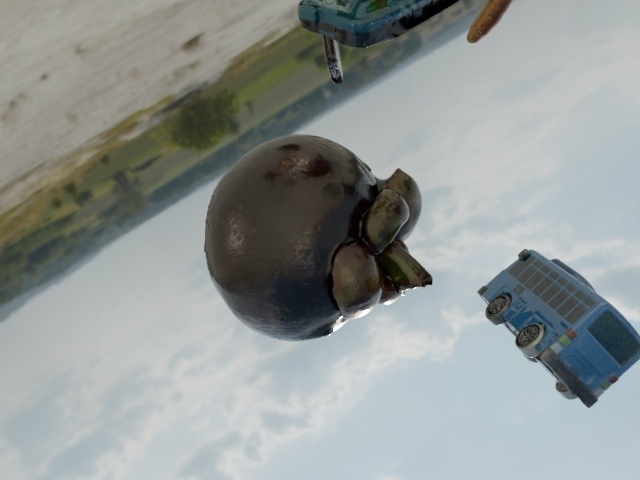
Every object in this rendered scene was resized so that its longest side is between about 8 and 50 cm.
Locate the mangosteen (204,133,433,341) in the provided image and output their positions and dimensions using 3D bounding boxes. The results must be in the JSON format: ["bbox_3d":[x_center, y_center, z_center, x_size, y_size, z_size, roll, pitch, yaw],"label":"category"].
[{"bbox_3d":[0.000,0.000,1.172,0.347,0.307,0.307,7,-156,20],"label":"mangosteen"}]

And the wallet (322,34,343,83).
[{"bbox_3d":[0.021,-0.468,1.813,0.031,0.198,0.110,-9,163,7],"label":"wallet"}]

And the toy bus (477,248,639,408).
[{"bbox_3d":[0.318,0.106,1.076,0.133,0.116,0.234,-45,-161,6],"label":"toy bus"}]

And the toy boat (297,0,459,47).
[{"bbox_3d":[0.101,-0.353,1.034,0.134,0.092,0.299,26,-132,30],"label":"toy boat"}]

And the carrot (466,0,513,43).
[{"bbox_3d":[0.323,-0.428,1.496,0.139,0.048,0.048,-56,175,29],"label":"carrot"}]
